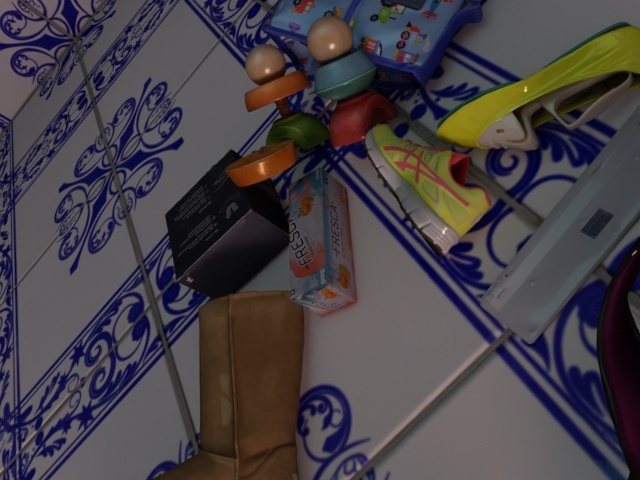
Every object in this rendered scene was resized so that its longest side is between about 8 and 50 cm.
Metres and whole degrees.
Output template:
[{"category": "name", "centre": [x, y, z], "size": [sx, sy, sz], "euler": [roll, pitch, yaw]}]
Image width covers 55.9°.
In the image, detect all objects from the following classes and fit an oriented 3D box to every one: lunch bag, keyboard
[{"category": "lunch bag", "centre": [0.100, -0.334, 0.870], "size": [0.293, 0.138, 0.221], "euler": [24, 80, 37]}, {"category": "keyboard", "centre": [0.256, -0.019, 0.575], "size": [0.256, 0.014, 0.072], "euler": [-52, 45, 5]}]

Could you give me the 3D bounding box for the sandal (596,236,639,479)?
[{"category": "sandal", "centre": [0.246, 0.099, 0.382], "size": [0.167, 0.107, 0.445], "euler": [141, 149, -69]}]

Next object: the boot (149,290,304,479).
[{"category": "boot", "centre": [-0.130, 0.196, 0.696], "size": [0.236, 0.089, 0.269], "euler": [-2, 55, -5]}]

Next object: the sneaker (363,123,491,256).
[{"category": "sneaker", "centre": [0.124, -0.076, 0.698], "size": [0.094, 0.081, 0.208], "euler": [-37, 50, 10]}]

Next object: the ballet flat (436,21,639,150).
[{"category": "ballet flat", "centre": [0.231, -0.140, 0.636], "size": [0.231, 0.077, 0.077], "euler": [-26, 65, 28]}]

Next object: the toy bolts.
[{"category": "toy bolts", "centre": [-0.036, -0.194, 0.809], "size": [0.228, 0.158, 0.218], "euler": [-11, 21, 35]}]

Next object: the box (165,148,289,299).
[{"category": "box", "centre": [-0.139, -0.021, 0.895], "size": [0.156, 0.093, 0.158], "euler": [-41, 41, 16]}]

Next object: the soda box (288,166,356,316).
[{"category": "soda box", "centre": [0.000, 0.000, 0.768], "size": [0.058, 0.063, 0.183], "euler": [-27, 48, 29]}]
